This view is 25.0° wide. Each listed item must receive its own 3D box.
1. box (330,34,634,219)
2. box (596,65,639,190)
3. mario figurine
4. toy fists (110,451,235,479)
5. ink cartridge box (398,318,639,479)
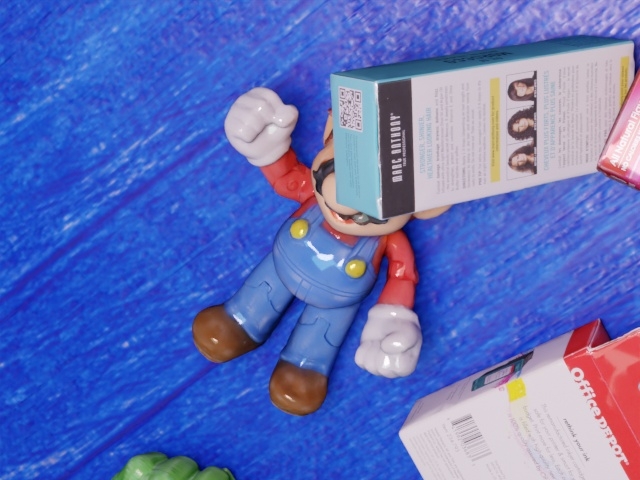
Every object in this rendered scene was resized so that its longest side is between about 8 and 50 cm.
[{"bbox_3d":[0.126,-0.089,1.077,0.060,0.244,0.100,21,118,55],"label":"box"},{"bbox_3d":[0.306,-0.140,1.027,0.128,0.122,0.257,26,96,10],"label":"box"},{"bbox_3d":[0.000,0.000,1.168,0.198,0.170,0.320,15,123,-23],"label":"mario figurine"},{"bbox_3d":[-0.078,0.300,1.329,0.279,0.096,0.142,38,123,3],"label":"toy fists"},{"bbox_3d":[0.200,0.159,1.204,0.231,0.078,0.134,-27,97,23],"label":"ink cartridge box"}]
